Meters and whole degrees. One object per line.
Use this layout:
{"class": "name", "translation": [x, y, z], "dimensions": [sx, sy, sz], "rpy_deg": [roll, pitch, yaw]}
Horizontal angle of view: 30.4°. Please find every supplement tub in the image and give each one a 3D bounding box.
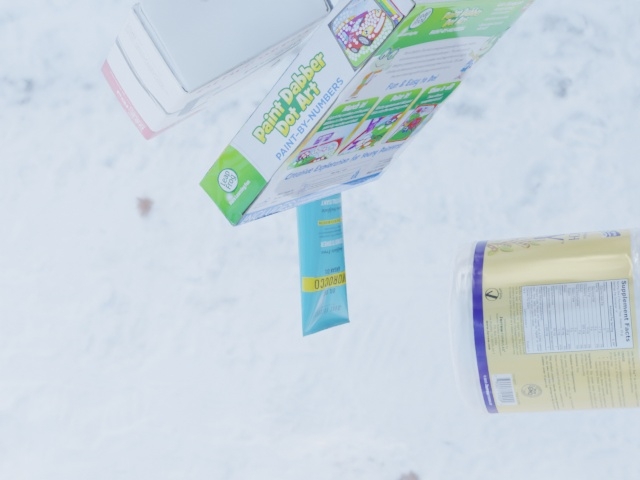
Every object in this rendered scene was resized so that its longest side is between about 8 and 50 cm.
{"class": "supplement tub", "translation": [0.349, 0.108, 1.560], "dimensions": [0.331, 0.241, 0.241], "rpy_deg": [-5, 70, 15]}

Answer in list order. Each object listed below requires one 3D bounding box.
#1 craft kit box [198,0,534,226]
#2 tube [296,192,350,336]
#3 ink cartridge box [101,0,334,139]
{"class": "craft kit box", "translation": [0.047, -0.131, 0.997], "dimensions": [0.061, 0.250, 0.246], "rpy_deg": [51, 121, 11]}
{"class": "tube", "translation": [0.000, 0.000, 1.332], "dimensions": [0.052, 0.080, 0.207], "rpy_deg": [6, 103, 48]}
{"class": "ink cartridge box", "translation": [-0.100, -0.182, 1.072], "dimensions": [0.158, 0.218, 0.092], "rpy_deg": [-33, 92, -18]}
